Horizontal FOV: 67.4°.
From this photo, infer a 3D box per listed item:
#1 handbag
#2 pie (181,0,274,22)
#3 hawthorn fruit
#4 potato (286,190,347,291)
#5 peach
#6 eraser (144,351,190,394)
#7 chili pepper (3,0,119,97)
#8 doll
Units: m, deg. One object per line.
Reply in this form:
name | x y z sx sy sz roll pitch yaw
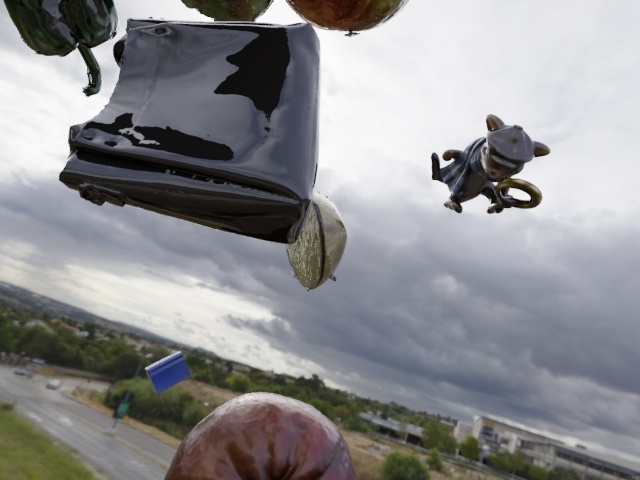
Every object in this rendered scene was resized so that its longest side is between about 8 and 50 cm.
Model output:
handbag | -0.125 -0.140 0.541 0.257 0.285 0.113 9 -31 -9
pie | -0.257 -0.716 1.338 0.257 0.105 0.274 -38 -45 17
hawthorn fruit | -0.121 0.515 0.986 0.404 0.402 0.402 17 -16 5
potato | 0.000 0.000 1.159 0.116 0.238 0.299 0 4 -18
peach | 0.057 -0.646 1.077 0.290 0.371 0.373 -7 2 -37
eraser | -0.348 0.300 1.094 0.085 0.063 0.027 -25 11 -35
chili pepper | -0.481 -0.411 0.910 0.165 0.174 0.260 43 -27 31
doll | 0.496 -0.203 1.448 0.318 0.209 0.339 46 -29 3
